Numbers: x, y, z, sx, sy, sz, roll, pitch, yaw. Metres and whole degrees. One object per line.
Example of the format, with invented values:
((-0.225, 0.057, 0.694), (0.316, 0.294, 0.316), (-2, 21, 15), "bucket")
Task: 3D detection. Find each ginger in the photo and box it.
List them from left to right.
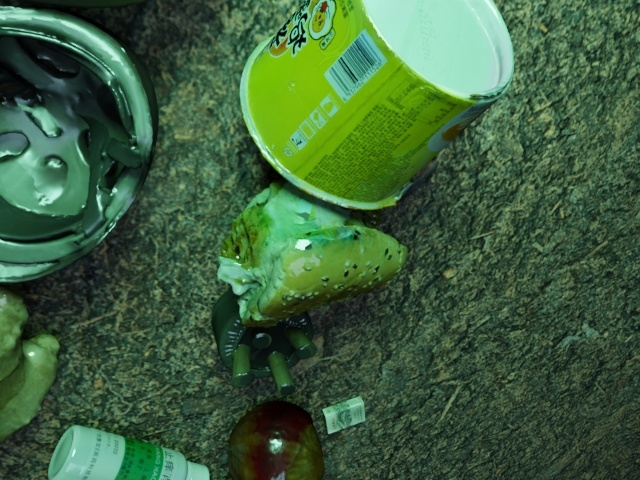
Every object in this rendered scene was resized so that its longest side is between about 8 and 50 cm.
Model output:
((-0.438, 0.162, 0.644), (0.221, 0.130, 0.275), (-7, 131, -54), "ginger")

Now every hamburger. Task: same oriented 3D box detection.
((0.000, 0.000, 0.669), (0.288, 0.167, 0.192), (-13, 163, -31), "hamburger")

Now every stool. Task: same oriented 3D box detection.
((-0.094, 0.134, 0.781), (0.154, 0.139, 0.227), (-22, 124, -6), "stool")

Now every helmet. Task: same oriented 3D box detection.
((-0.306, -0.113, 0.543), (0.305, 0.177, 0.225), (-41, 118, 15), "helmet")

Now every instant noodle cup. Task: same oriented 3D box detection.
((0.066, -0.190, 0.559), (0.265, 0.264, 0.200), (12, 154, -26), "instant noodle cup")

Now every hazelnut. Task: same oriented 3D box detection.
((-0.077, 0.403, 0.938), (0.170, 0.161, 0.201), (-1, 80, -34), "hazelnut")

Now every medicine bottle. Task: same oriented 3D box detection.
((-0.318, 0.394, 0.862), (0.260, 0.095, 0.095), (32, 102, -33), "medicine bottle")

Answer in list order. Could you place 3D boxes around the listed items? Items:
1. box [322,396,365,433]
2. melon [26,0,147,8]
((0.048, 0.356, 1.025), (0.083, 0.024, 0.053), (-15, 123, -13), "box")
((-0.204, -0.331, 0.419), (0.308, 0.272, 0.271), (-23, 130, -47), "melon")
